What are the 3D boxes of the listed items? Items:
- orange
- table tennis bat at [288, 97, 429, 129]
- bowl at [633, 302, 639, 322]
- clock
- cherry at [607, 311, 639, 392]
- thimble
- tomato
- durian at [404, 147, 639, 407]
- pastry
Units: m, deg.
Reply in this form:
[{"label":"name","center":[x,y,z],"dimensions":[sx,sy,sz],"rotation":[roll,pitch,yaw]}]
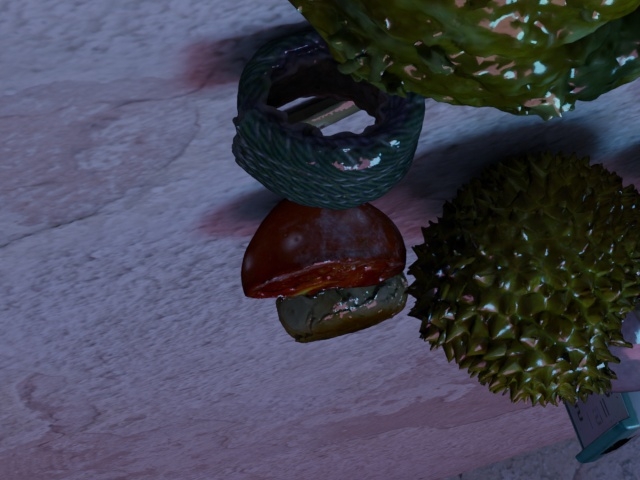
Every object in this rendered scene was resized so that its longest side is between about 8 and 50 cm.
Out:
[{"label":"orange","center":[0.117,-0.182,0.685],"dimensions":[0.301,0.223,0.300],"rotation":[-29,163,37]},{"label":"table tennis bat","center":[0.070,-0.130,1.140],"dimensions":[0.234,0.022,0.131],"rotation":[-23,161,21]},{"label":"bowl","center":[0.399,0.012,1.466],"dimensions":[0.238,0.126,0.238],"rotation":[-47,-169,12]},{"label":"clock","center":[0.385,0.162,1.954],"dimensions":[0.116,0.231,0.262],"rotation":[-16,163,-7]},{"label":"cherry","center":[0.335,0.089,1.722],"dimensions":[0.239,0.206,0.239],"rotation":[-21,171,-4]},{"label":"thimble","center":[0.006,-0.090,1.046],"dimensions":[0.135,0.118,0.090],"rotation":[12,157,1]},{"label":"tomato","center":[0.000,0.000,1.367],"dimensions":[0.159,0.091,0.139],"rotation":[0,163,-30]},{"label":"durian","center":[0.202,0.031,1.395],"dimensions":[0.258,0.258,0.293],"rotation":[-15,-179,2]},{"label":"pastry","center":[0.026,0.064,1.604],"dimensions":[0.153,0.081,0.153],"rotation":[-16,161,-6]}]
